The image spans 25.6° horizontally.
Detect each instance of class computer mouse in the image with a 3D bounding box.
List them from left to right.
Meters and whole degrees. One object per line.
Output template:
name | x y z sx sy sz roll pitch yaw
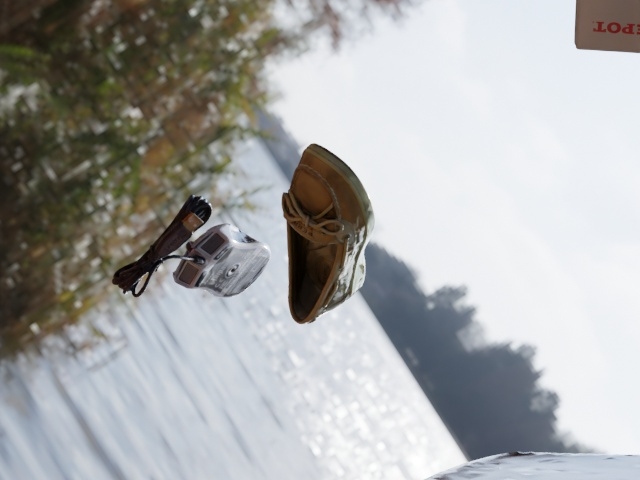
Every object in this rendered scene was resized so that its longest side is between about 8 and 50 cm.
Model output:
computer mouse | -0.108 0.013 1.273 0.042 0.106 0.193 42 8 21

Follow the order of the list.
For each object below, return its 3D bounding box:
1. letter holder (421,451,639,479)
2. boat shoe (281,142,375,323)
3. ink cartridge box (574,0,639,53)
letter holder | 0.034 0.167 0.488 0.302 0.214 0.152 -2 92 -68
boat shoe | -0.001 -0.001 0.913 0.056 0.048 0.153 36 -27 20
ink cartridge box | 0.246 -0.225 0.956 0.127 0.128 0.176 -58 151 -59
